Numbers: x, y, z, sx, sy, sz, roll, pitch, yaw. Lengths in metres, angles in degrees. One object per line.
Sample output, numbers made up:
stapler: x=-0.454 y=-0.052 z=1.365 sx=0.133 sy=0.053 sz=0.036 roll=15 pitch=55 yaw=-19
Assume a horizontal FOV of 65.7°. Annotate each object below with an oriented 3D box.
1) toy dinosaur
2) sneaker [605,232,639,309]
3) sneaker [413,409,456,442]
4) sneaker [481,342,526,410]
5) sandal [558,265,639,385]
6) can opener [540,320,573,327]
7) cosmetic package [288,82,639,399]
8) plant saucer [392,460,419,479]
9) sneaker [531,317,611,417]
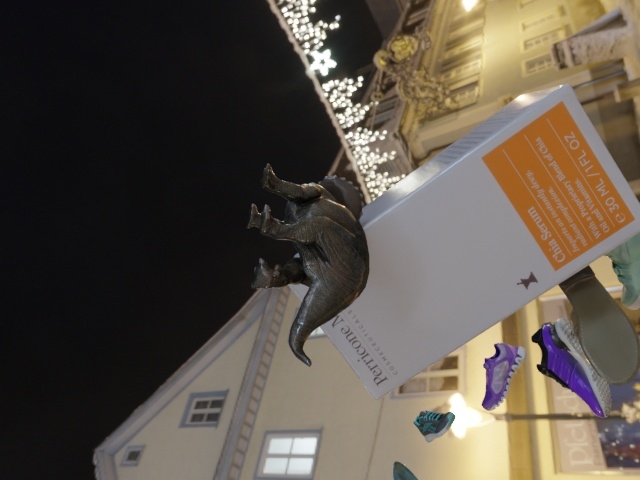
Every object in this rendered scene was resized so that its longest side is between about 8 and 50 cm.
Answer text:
toy dinosaur: x=0.000 y=0.000 z=0.590 sx=0.160 sy=0.121 sz=0.314 roll=10 pitch=-147 yaw=-19
sneaker: x=0.596 y=0.030 z=1.010 sx=0.094 sy=0.151 sz=0.256 roll=-55 pitch=-39 yaw=-42
sneaker: x=0.301 y=0.488 z=1.333 sx=0.076 sy=0.167 sz=0.065 roll=44 pitch=-128 yaw=14
sneaker: x=0.571 y=0.435 z=1.617 sx=0.237 sy=0.104 sz=0.095 roll=-62 pitch=-3 yaw=-7
sandal: x=0.480 y=0.129 z=0.870 sx=0.079 sy=0.088 sz=0.240 roll=20 pitch=-134 yaw=-61
can opener: x=0.837 y=0.322 z=1.559 sx=0.076 sy=0.283 sz=0.095 roll=-36 pitch=-64 yaw=-36
cosmetic package: x=0.199 y=0.002 z=0.742 sx=0.230 sy=0.453 sz=0.161 roll=53 pitch=-172 yaw=-8
plant saucer: x=0.194 y=0.535 z=1.070 sx=0.119 sy=0.021 sz=0.119 roll=45 pitch=-174 yaw=-6
sneaker: x=0.724 y=0.381 z=1.454 sx=0.102 sy=0.146 sz=0.294 roll=-13 pitch=-107 yaw=-49
